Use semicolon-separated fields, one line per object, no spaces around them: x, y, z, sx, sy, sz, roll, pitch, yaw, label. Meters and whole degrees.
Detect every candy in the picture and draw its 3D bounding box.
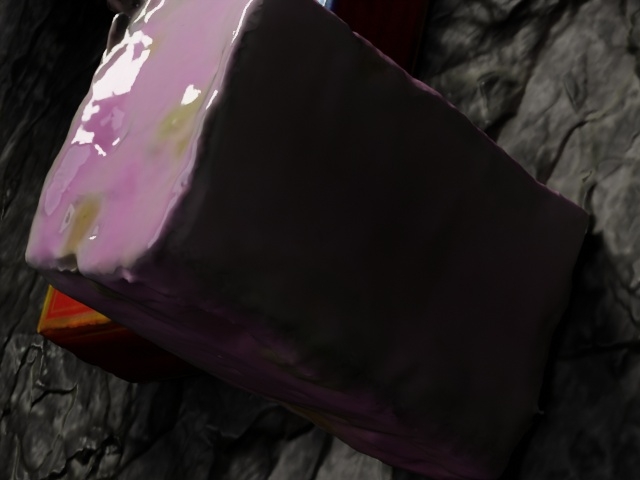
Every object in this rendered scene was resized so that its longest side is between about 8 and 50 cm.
0.000;0.000;0.903;0.116;0.265;0.155;0;64;44;candy

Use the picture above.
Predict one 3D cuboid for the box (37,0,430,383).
-0.044;-0.080;1.155;0.197;0.089;0.313;-11;58;43;box
